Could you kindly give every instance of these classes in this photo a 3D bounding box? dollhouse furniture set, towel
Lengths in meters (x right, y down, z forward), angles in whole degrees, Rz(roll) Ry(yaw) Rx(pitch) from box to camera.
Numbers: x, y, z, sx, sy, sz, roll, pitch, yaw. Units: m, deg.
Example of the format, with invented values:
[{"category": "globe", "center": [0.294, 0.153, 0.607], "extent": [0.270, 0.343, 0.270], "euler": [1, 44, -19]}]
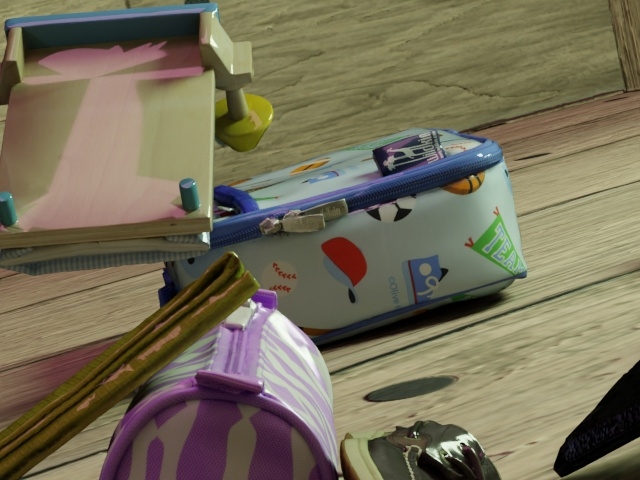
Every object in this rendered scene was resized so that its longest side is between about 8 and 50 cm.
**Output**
[{"category": "dollhouse furniture set", "center": [-0.172, 0.025, 1.117], "extent": [0.303, 0.198, 0.286], "euler": [-6, 42, 1]}, {"category": "towel", "center": [-0.127, 0.082, 0.641], "extent": [0.237, 0.021, 0.102], "euler": [-37, 6, -15]}]

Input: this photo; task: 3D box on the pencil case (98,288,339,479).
[{"category": "pencil case", "center": [-0.032, 0.073, 0.672], "extent": [0.086, 0.088, 0.206], "euler": [15, 7, -4]}]

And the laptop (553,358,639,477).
[{"category": "laptop", "center": [0.251, 0.014, 0.649], "extent": [0.264, 0.136, 0.234], "euler": [-43, -2, -29]}]

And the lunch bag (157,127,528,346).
[{"category": "lunch bag", "center": [0.000, 0.000, 1.251], "extent": [0.243, 0.115, 0.303], "euler": [-15, 5, -6]}]

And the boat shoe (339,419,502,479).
[{"category": "boat shoe", "center": [0.035, 0.082, 0.598], "extent": [0.049, 0.056, 0.152], "euler": [-17, 5, 0]}]
